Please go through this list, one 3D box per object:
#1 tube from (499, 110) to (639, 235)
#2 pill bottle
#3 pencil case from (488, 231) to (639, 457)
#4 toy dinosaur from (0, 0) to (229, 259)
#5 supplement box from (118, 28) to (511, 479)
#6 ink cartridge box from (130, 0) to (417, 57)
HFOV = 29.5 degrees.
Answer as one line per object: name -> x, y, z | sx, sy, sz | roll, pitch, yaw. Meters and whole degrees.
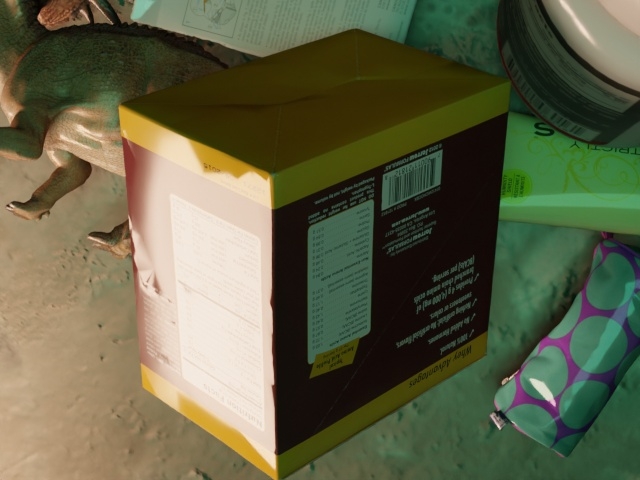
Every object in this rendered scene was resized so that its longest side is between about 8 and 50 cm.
tube -> 0.195, -0.038, 0.806 | 0.240, 0.070, 0.062 | 10, 113, 6
pill bottle -> 0.187, -0.146, 0.658 | 0.161, 0.283, 0.161 | 0, 87, 2
pencil case -> 0.180, 0.071, 0.830 | 0.070, 0.064, 0.152 | 42, 105, 34
toy dinosaur -> -0.131, -0.104, 0.809 | 0.295, 0.127, 0.200 | 23, 75, -12
supplement box -> 0.000, 0.000, 0.731 | 0.129, 0.191, 0.194 | 27, 128, 39
ink cartridge box -> -0.020, -0.188, 0.784 | 0.179, 0.045, 0.145 | 13, 104, -15
